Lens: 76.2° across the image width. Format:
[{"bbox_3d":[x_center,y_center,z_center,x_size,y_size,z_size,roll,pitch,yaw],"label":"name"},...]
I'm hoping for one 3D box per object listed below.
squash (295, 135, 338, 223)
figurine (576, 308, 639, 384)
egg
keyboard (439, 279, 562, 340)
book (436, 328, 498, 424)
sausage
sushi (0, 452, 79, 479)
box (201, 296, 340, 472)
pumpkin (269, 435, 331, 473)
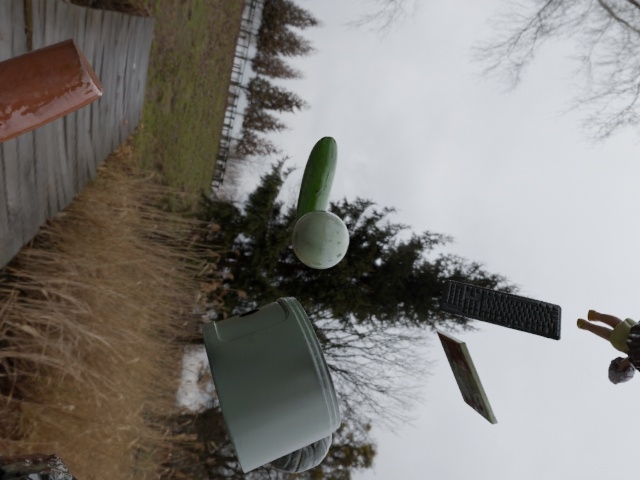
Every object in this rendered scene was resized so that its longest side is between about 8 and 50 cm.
[{"bbox_3d":[-0.013,-0.130,1.079,0.082,0.082,0.292,-119,-140,-61],"label":"squash"},{"bbox_3d":[0.640,0.200,0.799,0.115,0.175,0.240,58,-15,-13],"label":"figurine"},{"bbox_3d":[0.000,0.000,0.814,0.152,0.114,0.113,83,10,-71],"label":"egg"},{"bbox_3d":[0.244,0.093,0.558,0.010,0.155,0.053,77,28,-58],"label":"keyboard"},{"bbox_3d":[0.396,0.367,1.121,0.162,0.022,0.231,176,-110,-84],"label":"book"},{"bbox_3d":[-0.499,-0.234,0.666,0.113,0.260,0.113,62,-6,12],"label":"sausage"},{"bbox_3d":[-0.342,0.273,0.464,0.220,0.231,0.047,8,-110,28],"label":"sushi"},{"bbox_3d":[-0.081,0.215,0.642,0.226,0.150,0.225,163,-90,-74],"label":"box"},{"bbox_3d":[-0.075,0.507,1.106,0.223,0.224,0.157,-103,-151,-48],"label":"pumpkin"}]
